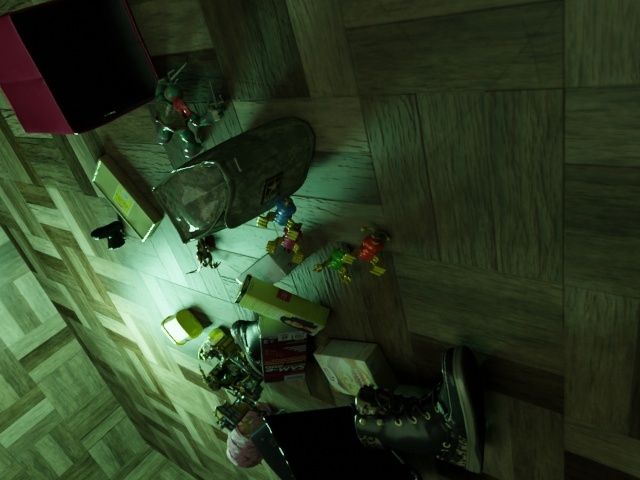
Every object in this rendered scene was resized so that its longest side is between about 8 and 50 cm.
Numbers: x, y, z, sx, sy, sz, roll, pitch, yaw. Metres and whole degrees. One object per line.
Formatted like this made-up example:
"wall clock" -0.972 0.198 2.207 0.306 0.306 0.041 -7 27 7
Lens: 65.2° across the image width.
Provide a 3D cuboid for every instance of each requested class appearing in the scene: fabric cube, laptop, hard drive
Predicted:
"fabric cube" -0.577 -0.406 1.152 0.258 0.254 0.259 9 129 39
"laptop" 0.097 0.617 1.309 0.407 0.236 0.382 59 167 -18
"hard drive" -0.126 0.751 1.823 0.254 0.172 0.054 56 165 -14

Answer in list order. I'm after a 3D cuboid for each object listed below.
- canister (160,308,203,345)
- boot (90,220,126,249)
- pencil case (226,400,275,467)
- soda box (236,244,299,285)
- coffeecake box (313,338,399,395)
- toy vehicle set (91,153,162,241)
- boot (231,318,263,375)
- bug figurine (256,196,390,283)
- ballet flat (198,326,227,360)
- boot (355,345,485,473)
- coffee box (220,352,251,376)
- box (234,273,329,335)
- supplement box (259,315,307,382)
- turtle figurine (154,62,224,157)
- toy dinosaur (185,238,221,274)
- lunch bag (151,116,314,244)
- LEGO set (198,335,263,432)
"canister" -0.528 0.331 1.910 0.126 0.073 0.170 52 141 -7
"boot" -0.759 -0.008 1.798 0.045 0.121 0.099 31 134 24
"pencil case" -0.280 0.782 2.000 0.167 0.160 0.386 33 140 12
"soda box" -0.138 0.078 1.310 0.074 0.069 0.216 51 143 -4
"coffeecake box" 0.092 0.338 1.318 0.186 0.068 0.142 -6 120 47
"toy vehicle set" -0.630 -0.133 1.626 0.266 0.035 0.166 51 143 -5
"boot" -0.158 0.333 1.545 0.179 0.085 0.236 -24 106 48
"bug figurine" 0.000 0.000 1.062 0.279 0.072 0.216 23 154 -7
"ballet flat" -0.400 0.390 1.834 0.077 0.077 0.231 46 143 4
"boot" 0.217 0.375 1.125 0.284 0.138 0.377 0 131 23
"coffee box" -0.306 0.456 1.831 0.113 0.040 0.184 44 143 4
"box" -0.100 0.168 1.287 0.232 0.058 0.087 24 147 -8
"supplement box" -0.105 0.307 1.425 0.073 0.130 0.239 -103 11 -45
"turtle figurine" -0.317 -0.292 1.125 0.175 0.118 0.234 42 148 7
"toy dinosaur" -0.357 0.050 1.519 0.112 0.064 0.211 44 137 35
"lunch bag" -0.163 -0.126 1.014 0.287 0.235 0.168 -20 102 51
"LEGO set" -0.323 0.500 1.695 0.255 0.192 0.331 40 141 6
